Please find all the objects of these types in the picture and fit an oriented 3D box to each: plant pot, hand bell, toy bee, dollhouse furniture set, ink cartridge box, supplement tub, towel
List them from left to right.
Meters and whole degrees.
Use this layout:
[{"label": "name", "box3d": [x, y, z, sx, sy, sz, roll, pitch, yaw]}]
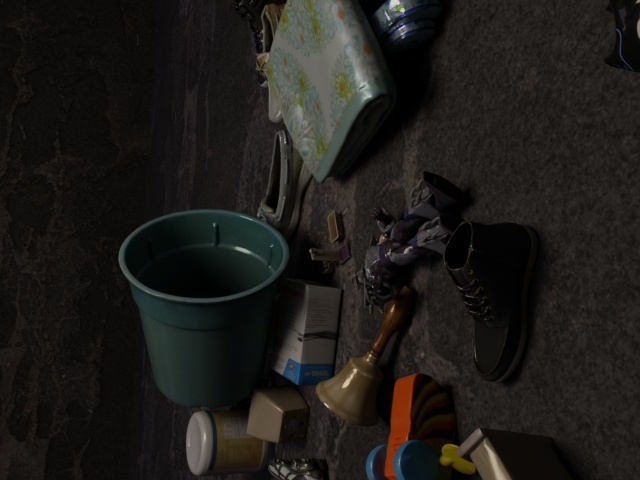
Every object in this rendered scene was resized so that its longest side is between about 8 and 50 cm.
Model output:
[{"label": "plant pot", "box3d": [-0.244, 0.157, 1.387, 0.341, 0.341, 0.334, -123, 31, -51]}, {"label": "supplement tub", "box3d": [-0.202, 0.472, 1.504, 0.144, 0.199, 0.144, -21, 66, 59]}, {"label": "plant pot", "box3d": [-0.085, 0.389, 1.412, 0.096, 0.109, 0.109, 16, 98, 49]}, {"label": "ink cartridge box", "box3d": [-0.032, 0.189, 1.358, 0.148, 0.085, 0.203, 10, 93, 64]}, {"label": "dollhouse furniture set", "box3d": [0.000, 0.000, 1.339, 0.091, 0.081, 0.114, -44, 47, 51]}, {"label": "towel", "box3d": [0.003, -0.318, 1.239, 0.321, 0.090, 0.374, 67, 157, 12]}, {"label": "hand bell", "box3d": [0.101, 0.187, 1.118, 0.242, 0.126, 0.126, -62, 32, 11]}, {"label": "toy bee", "box3d": [0.145, 0.361, 0.946, 0.298, 0.162, 0.195, -62, 16, -11]}, {"label": "dollhouse furniture set", "box3d": [0.151, 0.394, 0.742, 0.303, 0.286, 0.198, -55, 37, 24]}]

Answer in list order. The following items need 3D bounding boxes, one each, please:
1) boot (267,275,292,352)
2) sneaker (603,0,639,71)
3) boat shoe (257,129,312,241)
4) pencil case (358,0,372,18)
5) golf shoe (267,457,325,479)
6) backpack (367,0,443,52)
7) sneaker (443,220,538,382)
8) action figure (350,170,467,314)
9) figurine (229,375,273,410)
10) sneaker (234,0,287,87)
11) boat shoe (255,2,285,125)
[{"label": "boot", "box3d": [-0.097, 0.179, 1.529, 0.086, 0.069, 0.190, -84, 13, -55]}, {"label": "sneaker", "box3d": [0.363, -0.303, 0.698, 0.090, 0.081, 0.232, 11, 96, 56]}, {"label": "boat shoe", "box3d": [-0.100, -0.114, 1.534, 0.320, 0.103, 0.118, -67, 32, 29]}, {"label": "pencil case", "box3d": [0.029, -0.585, 1.366, 0.133, 0.119, 0.306, -31, 54, 32]}, {"label": "golf shoe", "box3d": [-0.058, 0.508, 1.354, 0.198, 0.077, 0.094, -31, 58, 59]}, {"label": "backpack", "box3d": [0.153, -0.382, 1.104, 0.114, 0.105, 0.084, -33, 78, 56]}, {"label": "sneaker", "box3d": [0.214, 0.082, 0.867, 0.083, 0.118, 0.222, 11, 95, 63]}, {"label": "action figure", "box3d": [0.128, 0.009, 1.065, 0.285, 0.099, 0.185, -44, 40, 48]}, {"label": "figurine", "box3d": [-0.202, 0.336, 1.667, 0.209, 0.092, 0.215, 130, 139, -54]}, {"label": "sneaker", "box3d": [-0.171, -0.569, 1.719, 0.104, 0.146, 0.296, 36, 117, 57]}, {"label": "boat shoe", "box3d": [-0.113, -0.448, 1.628, 0.113, 0.103, 0.302, -3, 82, 63]}]
